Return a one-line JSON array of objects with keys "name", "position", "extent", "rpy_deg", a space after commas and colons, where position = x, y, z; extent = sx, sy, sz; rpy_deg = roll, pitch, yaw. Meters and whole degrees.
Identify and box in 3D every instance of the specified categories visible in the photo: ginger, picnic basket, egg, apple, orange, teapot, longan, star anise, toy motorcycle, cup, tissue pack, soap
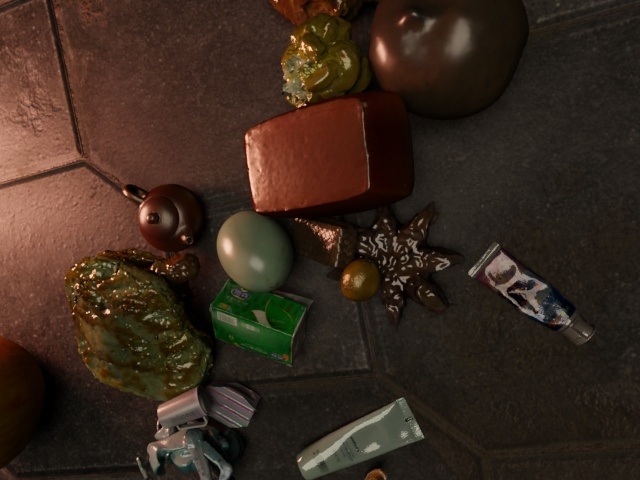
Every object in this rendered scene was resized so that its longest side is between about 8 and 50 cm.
[{"name": "ginger", "position": [0.020, -0.610, 0.918], "extent": [0.358, 0.152, 0.274], "rpy_deg": [-21, 89, 13]}, {"name": "picnic basket", "position": [0.000, 0.000, 0.964], "extent": [0.193, 0.055, 0.110], "rpy_deg": [18, 101, 51]}, {"name": "egg", "position": [-0.151, 0.024, 0.981], "extent": [0.168, 0.168, 0.231], "rpy_deg": [-53, 47, 12]}, {"name": "apple", "position": [-0.968, 0.451, 1.156], "extent": [0.401, 0.334, 0.399], "rpy_deg": [7, 105, 30]}, {"name": "orange", "position": [0.084, 0.081, 0.879], "extent": [0.085, 0.085, 0.095], "rpy_deg": [26, 107, 11]}, {"name": "teapot", "position": [-0.409, -0.070, 1.071], "extent": [0.252, 0.135, 0.178], "rpy_deg": [36, 97, 8]}, {"name": "longan", "position": [0.239, -0.384, 0.820], "extent": [0.298, 0.297, 0.297], "rpy_deg": [1, 94, 14]}, {"name": "star anise", "position": [0.158, 0.054, 0.953], "extent": [0.316, 0.108, 0.315], "rpy_deg": [1, 93, 14]}, {"name": "toy motorcycle", "position": [-0.336, 0.560, 1.077], "extent": [0.260, 0.206, 0.154], "rpy_deg": [15, 136, 12]}, {"name": "cup", "position": [-0.332, 0.430, 1.051], "extent": [0.116, 0.074, 0.104], "rpy_deg": [-23, 108, -2]}, {"name": "tissue pack", "position": [-0.136, 0.182, 1.027], "extent": [0.209, 0.156, 0.148], "rpy_deg": [16, 134, 11]}, {"name": "soap", "position": [-0.235, 0.426, 1.101], "extent": [0.149, 0.056, 0.100], "rpy_deg": [23, 99, 12]}]

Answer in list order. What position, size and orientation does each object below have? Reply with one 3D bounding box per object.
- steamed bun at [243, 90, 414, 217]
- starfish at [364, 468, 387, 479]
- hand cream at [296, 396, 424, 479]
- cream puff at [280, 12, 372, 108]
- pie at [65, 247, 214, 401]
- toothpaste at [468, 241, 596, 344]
[{"name": "steamed bun", "position": [0.027, -0.169, 0.893], "extent": [0.380, 0.248, 0.234], "rpy_deg": [-6, 92, 38]}, {"name": "starfish", "position": [0.139, 0.659, 1.026], "extent": [0.216, 0.071, 0.238], "rpy_deg": [-1, 104, 8]}, {"name": "hand cream", "position": [0.087, 0.500, 1.033], "extent": [0.321, 0.067, 0.109], "rpy_deg": [-28, 86, 9]}, {"name": "cream puff", "position": [0.011, -0.389, 0.909], "extent": [0.195, 0.221, 0.194], "rpy_deg": [-7, 107, -25]}, {"name": "pie", "position": [-0.475, 0.228, 1.082], "extent": [0.396, 0.180, 0.417], "rpy_deg": [4, 107, 13]}, {"name": "toothpaste", "position": [0.461, 0.120, 0.918], "extent": [0.266, 0.061, 0.096], "rpy_deg": [39, 103, 14]}]
